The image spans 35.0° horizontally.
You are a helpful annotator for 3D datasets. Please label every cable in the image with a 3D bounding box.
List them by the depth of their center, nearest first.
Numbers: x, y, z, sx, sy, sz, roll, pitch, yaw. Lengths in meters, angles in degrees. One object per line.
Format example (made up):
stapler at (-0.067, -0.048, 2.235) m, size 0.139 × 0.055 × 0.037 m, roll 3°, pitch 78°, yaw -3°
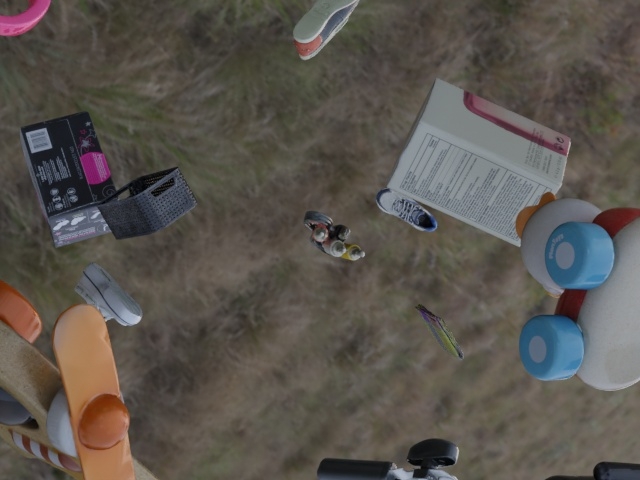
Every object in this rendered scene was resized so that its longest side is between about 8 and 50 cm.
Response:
cable at (0.000, 0.000, 2.170) m, size 0.072 × 0.139 × 0.287 m, roll -63°, pitch -169°, yaw -12°

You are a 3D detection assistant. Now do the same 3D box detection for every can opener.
can opener at (0.123, 0.402, 1.769) m, size 0.280 × 0.093 × 0.074 m, roll -11°, pitch 135°, yaw 36°

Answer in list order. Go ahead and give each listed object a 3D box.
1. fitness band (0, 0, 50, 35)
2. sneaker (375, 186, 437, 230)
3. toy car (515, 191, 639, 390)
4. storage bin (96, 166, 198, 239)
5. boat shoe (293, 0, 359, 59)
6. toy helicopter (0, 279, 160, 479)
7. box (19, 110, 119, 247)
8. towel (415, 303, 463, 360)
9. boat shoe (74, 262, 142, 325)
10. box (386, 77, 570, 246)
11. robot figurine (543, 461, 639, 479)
fitness band at (-0.580, -0.470, 1.688) m, size 0.054 × 0.291 × 0.209 m, roll -34°, pitch -159°, yaw 35°
sneaker at (0.164, -0.057, 1.881) m, size 0.135 × 0.058 × 0.052 m, roll 26°, pitch 96°, yaw -25°
toy car at (0.306, 0.038, 1.202) m, size 0.219 × 0.238 × 0.210 m, roll 2°, pitch 111°, yaw -28°
storage bin at (-0.342, -0.072, 2.002) m, size 0.180 × 0.084 × 0.122 m, roll -7°, pitch -154°, yaw 50°
boat shoe at (0.013, -0.294, 1.330) m, size 0.137 × 0.049 × 0.043 m, roll -51°, pitch 153°, yaw -21°
toy helicopter at (-0.184, 0.167, 0.826) m, size 0.235 × 0.355 × 0.140 m, roll -19°, pitch -149°, yaw 51°
box at (-0.552, -0.134, 2.250) m, size 0.163 × 0.247 × 0.142 m, roll -17°, pitch 154°, yaw -15°
towel at (0.137, 0.104, 1.164) m, size 0.009 × 0.060 × 0.083 m, roll -34°, pitch -168°, yaw -6°
boat shoe at (-0.416, 0.123, 1.980) m, size 0.083 × 0.226 × 0.076 m, roll 38°, pitch 90°, yaw -35°
box at (0.242, -0.119, 1.556) m, size 0.148 × 0.232 × 0.127 m, roll 115°, pitch 0°, yaw -46°
robot figurine at (0.447, 0.465, 1.629) m, size 0.278 × 0.173 × 0.209 m, roll 6°, pitch 150°, yaw -18°
